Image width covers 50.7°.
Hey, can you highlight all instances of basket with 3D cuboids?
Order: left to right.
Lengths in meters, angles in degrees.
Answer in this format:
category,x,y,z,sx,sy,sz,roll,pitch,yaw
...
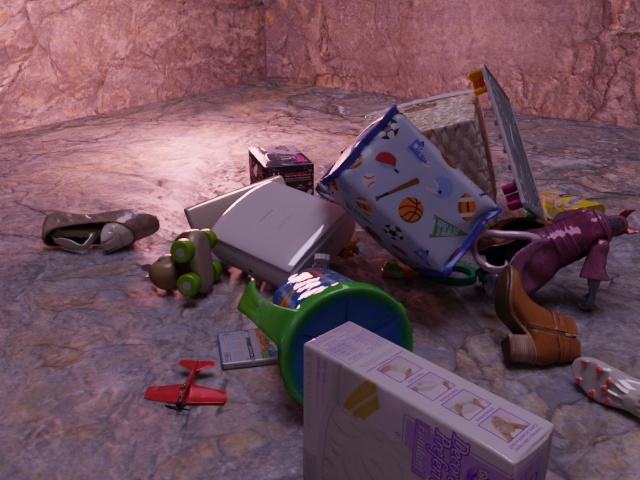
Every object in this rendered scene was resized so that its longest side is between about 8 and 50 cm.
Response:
category,x,y,z,sx,sy,sz,roll,pitch,yaw
basket,0.298,-0.193,1.841,0.328,0.331,0.266,-10,25,17

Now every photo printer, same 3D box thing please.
category,x,y,z,sx,sy,sz,roll,pitch,yaw
photo printer,-0.107,-0.020,1.647,0.307,0.107,0.256,23,55,33

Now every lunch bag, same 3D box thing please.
category,x,y,z,sx,sy,sz,roll,pitch,yaw
lunch bag,0.176,-0.101,1.523,0.239,0.328,0.385,-46,4,-8

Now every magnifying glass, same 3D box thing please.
category,x,y,z,sx,sy,sz,roll,pitch,yaw
magnifying glass,0.264,0.081,1.639,0.230,0.026,0.092,2,23,0

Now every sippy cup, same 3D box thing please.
category,x,y,z,sx,sy,sz,roll,pitch,yaw
sippy cup,0.014,0.156,1.203,0.240,0.306,0.224,-31,22,-7

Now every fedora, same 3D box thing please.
category,x,y,z,sx,sy,sz,roll,pitch,yaw
fedora,0.526,0.005,1.745,0.194,0.079,0.194,-1,26,1

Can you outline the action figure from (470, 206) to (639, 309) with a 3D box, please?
category,x,y,z,sx,sy,sz,roll,pitch,yaw
action figure,0.515,-0.002,1.491,0.370,0.276,0.248,-25,44,9

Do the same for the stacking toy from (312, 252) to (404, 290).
category,x,y,z,sx,sy,sz,roll,pitch,yaw
stacking toy,0.078,0.115,1.468,0.221,0.052,0.167,6,46,-2

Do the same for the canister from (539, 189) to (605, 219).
category,x,y,z,sx,sy,sz,roll,pitch,yaw
canister,0.726,-0.092,1.990,0.126,0.073,0.170,-11,24,-26

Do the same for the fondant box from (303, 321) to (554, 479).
category,x,y,z,sx,sy,sz,roll,pitch,yaw
fondant box,0.119,0.281,0.881,0.096,0.238,0.330,-20,30,-41

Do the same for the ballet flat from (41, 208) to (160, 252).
category,x,y,z,sx,sy,sz,roll,pitch,yaw
ballet flat,-0.584,-0.016,1.783,0.315,0.108,0.106,-2,42,7

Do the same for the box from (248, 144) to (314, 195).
category,x,y,z,sx,sy,sz,roll,pitch,yaw
box,-0.127,-0.212,2.168,0.163,0.142,0.247,-7,24,-16

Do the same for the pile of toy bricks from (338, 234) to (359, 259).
category,x,y,z,sx,sy,sz,roll,pitch,yaw
pile of toy bricks,0.000,0.000,1.752,0.105,0.118,0.212,-40,56,-17

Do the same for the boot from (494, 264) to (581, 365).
category,x,y,z,sx,sy,sz,roll,pitch,yaw
boot,0.425,0.147,1.319,0.152,0.197,0.073,3,-17,-10

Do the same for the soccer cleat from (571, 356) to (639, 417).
category,x,y,z,sx,sy,sz,roll,pitch,yaw
soccer cleat,0.529,0.262,1.169,0.076,0.068,0.196,1,19,-40

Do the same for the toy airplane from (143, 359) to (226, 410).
category,x,y,z,sx,sy,sz,roll,pitch,yaw
toy airplane,-0.233,0.255,1.207,0.151,0.028,0.151,-1,23,0

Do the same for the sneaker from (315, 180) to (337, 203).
category,x,y,z,sx,sy,sz,roll,pitch,yaw
sneaker,0.115,-0.187,2.135,0.261,0.125,0.104,2,22,4

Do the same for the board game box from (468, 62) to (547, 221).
category,x,y,z,sx,sy,sz,roll,pitch,yaw
board game box,0.518,-0.246,1.851,0.050,0.390,0.390,-18,-11,23

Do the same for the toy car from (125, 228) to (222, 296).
category,x,y,z,sx,sy,sz,roll,pitch,yaw
toy car,-0.346,0.055,1.557,0.188,0.149,0.155,-6,9,15

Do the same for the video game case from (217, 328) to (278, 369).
category,x,y,z,sx,sy,sz,roll,pitch,yaw
video game case,-0.116,0.209,1.336,0.166,0.015,0.119,-5,23,-12

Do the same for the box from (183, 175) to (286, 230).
category,x,y,z,sx,sy,sz,roll,pitch,yaw
box,-0.223,-0.088,1.830,0.275,0.094,0.113,-22,11,-12
